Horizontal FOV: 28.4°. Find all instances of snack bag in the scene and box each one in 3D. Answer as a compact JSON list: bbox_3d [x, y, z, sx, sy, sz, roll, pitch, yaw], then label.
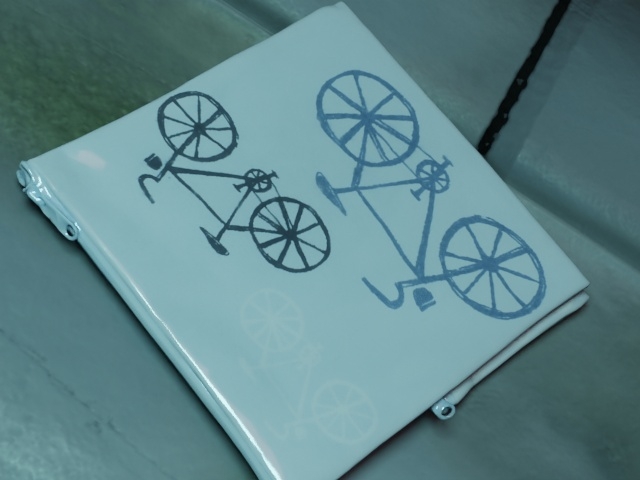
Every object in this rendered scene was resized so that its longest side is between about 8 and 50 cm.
[{"bbox_3d":[0.000,0.000,0.942,0.342,0.037,0.323,-33,78,-33],"label":"snack bag"}]
